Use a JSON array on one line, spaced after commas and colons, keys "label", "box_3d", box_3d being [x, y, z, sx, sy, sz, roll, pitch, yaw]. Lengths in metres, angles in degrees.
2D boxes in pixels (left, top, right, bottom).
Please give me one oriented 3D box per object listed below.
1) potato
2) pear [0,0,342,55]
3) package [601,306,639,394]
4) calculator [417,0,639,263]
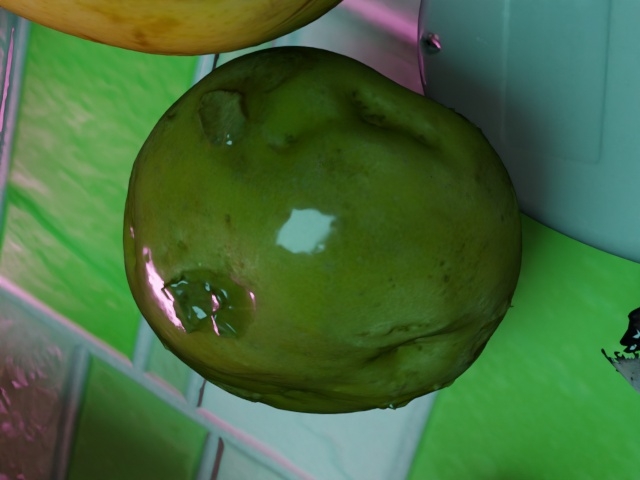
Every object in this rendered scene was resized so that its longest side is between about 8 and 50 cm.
[{"label": "potato", "box_3d": [0.000, 0.000, 0.682, 0.253, 0.186, 0.148, 149, 129, -68]}, {"label": "pear", "box_3d": [-0.064, -0.208, 0.577, 0.281, 0.281, 0.280, 15, 119, 29]}, {"label": "package", "box_3d": [0.261, 0.074, 0.608, 0.269, 0.071, 0.194, -15, 125, 30]}, {"label": "calculator", "box_3d": [0.171, -0.066, 0.621, 0.295, 0.042, 0.184, 14, 118, 30]}]
